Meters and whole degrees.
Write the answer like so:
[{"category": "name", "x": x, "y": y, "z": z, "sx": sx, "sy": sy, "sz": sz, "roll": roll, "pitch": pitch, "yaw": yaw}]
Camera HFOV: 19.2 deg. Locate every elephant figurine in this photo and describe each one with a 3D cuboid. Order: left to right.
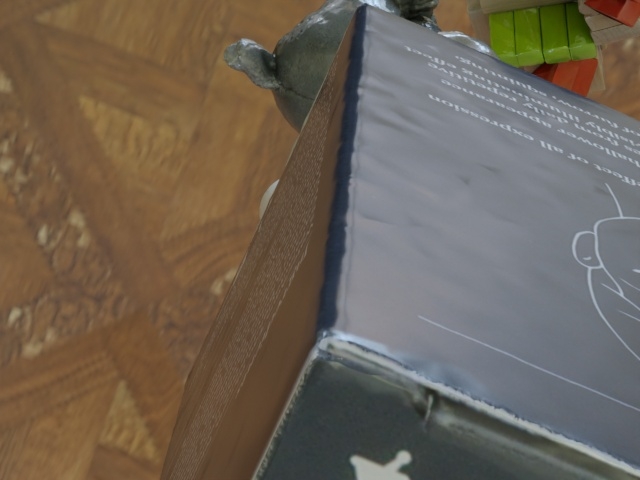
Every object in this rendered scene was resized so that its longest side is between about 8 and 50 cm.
[{"category": "elephant figurine", "x": 0.090, "y": -0.087, "z": 1.355, "sx": 0.186, "sy": 0.169, "sz": 0.239, "roll": -42, "pitch": 54, "yaw": -9}]

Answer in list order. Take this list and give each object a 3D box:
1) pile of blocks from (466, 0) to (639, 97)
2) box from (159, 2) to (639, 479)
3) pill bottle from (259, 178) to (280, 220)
[{"category": "pile of blocks", "x": 0.195, "y": -0.202, "z": 1.443, "sx": 0.149, "sy": 0.362, "sz": 0.112, "roll": 4, "pitch": 61, "yaw": -10}, {"category": "box", "x": 0.100, "y": 0.100, "z": 0.713, "sx": 0.293, "sy": 0.212, "sz": 0.395, "roll": 23, "pitch": 19, "yaw": -5}, {"category": "pill bottle", "x": 0.000, "y": 0.000, "z": 1.213, "sx": 0.067, "sy": 0.120, "sz": 0.067, "roll": -7, "pitch": 113, "yaw": -16}]
